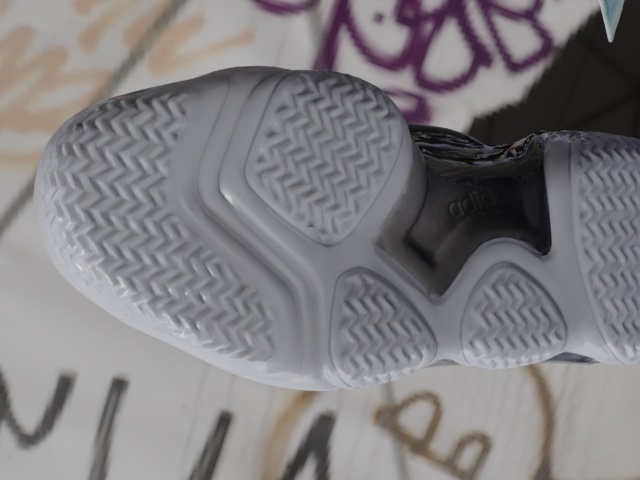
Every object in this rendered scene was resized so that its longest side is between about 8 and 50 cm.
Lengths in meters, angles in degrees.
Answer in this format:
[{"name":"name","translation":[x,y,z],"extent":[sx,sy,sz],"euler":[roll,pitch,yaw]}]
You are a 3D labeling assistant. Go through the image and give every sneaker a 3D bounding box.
[{"name":"sneaker","translation":[0.000,0.000,0.677],"extent":[0.269,0.101,0.153],"euler":[5,177,-35]}]

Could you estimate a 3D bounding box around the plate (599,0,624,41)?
[{"name":"plate","translation":[0.188,-0.230,1.309],"extent":[0.024,0.188,0.188],"euler":[-14,-151,11]}]
